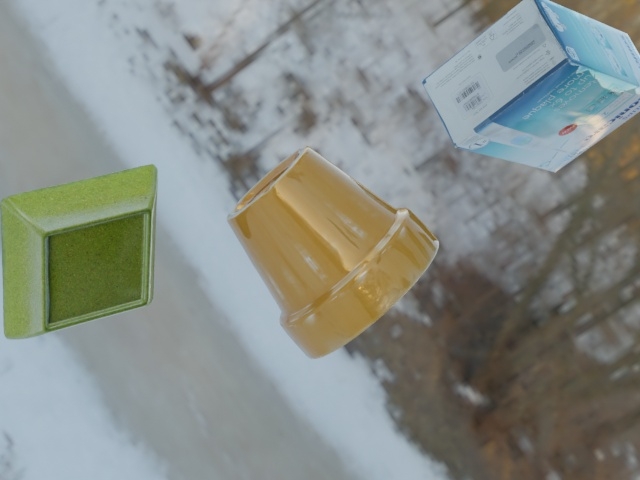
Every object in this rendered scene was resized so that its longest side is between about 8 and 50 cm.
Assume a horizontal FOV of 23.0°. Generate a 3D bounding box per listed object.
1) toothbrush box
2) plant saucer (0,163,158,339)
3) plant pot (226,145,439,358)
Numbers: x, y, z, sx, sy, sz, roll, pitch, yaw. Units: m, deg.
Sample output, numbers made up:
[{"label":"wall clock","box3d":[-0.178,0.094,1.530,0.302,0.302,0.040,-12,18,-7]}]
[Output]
[{"label":"toothbrush box","box3d":[0.327,-0.222,2.300,0.295,0.216,0.126,8,51,-53]},{"label":"plant saucer","box3d":[-0.258,0.023,1.747,0.045,0.188,0.188,42,-43,43]},{"label":"plant pot","box3d":[0.000,0.000,1.819,0.188,0.205,0.205,48,11,-9]}]
